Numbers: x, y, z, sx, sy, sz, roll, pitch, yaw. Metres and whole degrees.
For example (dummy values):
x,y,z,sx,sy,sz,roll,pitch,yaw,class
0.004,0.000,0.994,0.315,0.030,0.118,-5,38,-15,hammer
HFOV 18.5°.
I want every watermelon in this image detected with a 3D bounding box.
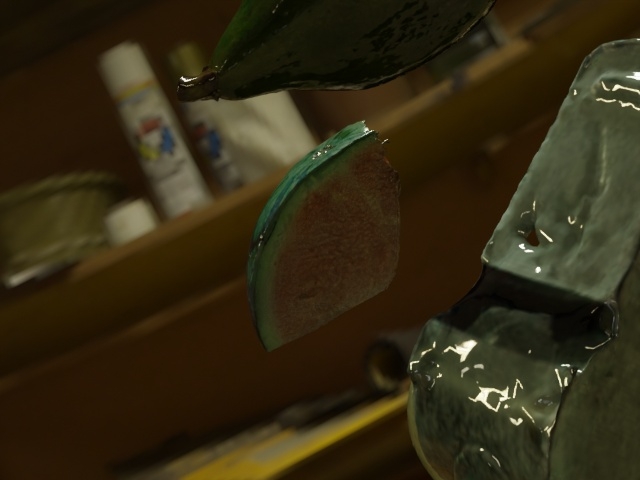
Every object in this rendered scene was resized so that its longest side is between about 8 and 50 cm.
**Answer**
x,y,z,sx,sy,sz,roll,pitch,yaw,class
-0.023,-0.001,1.811,0.146,0.128,0.231,-26,-51,-35,watermelon

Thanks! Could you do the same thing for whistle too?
x,y,z,sx,sy,sz,roll,pitch,yaw,class
0.188,0.057,1.455,0.188,0.405,0.168,-8,16,-32,whistle

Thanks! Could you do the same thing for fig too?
x,y,z,sx,sy,sz,roll,pitch,yaw,class
0.010,-0.109,0.883,0.177,0.117,0.117,-50,-8,-17,fig

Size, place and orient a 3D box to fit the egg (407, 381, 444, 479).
x,y,z,sx,sy,sz,roll,pitch,yaw,class
0.256,0.180,2.213,0.287,0.288,0.379,-20,6,-31,egg
